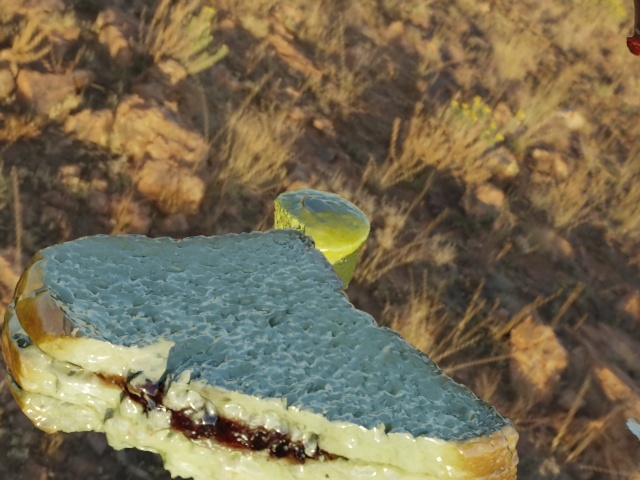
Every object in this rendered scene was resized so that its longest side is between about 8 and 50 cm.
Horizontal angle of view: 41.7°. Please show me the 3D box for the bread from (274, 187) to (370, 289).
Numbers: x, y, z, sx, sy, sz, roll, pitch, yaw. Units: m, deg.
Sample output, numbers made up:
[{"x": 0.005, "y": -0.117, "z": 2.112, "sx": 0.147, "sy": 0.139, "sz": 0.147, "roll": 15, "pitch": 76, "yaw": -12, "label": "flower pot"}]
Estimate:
[{"x": 0.000, "y": 0.000, "z": 1.074, "sx": 0.111, "sy": 0.114, "sz": 0.129, "roll": -4, "pitch": 41, "yaw": -22, "label": "bread"}]

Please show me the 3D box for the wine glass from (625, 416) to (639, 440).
[{"x": 0.239, "y": 0.040, "z": 0.402, "sx": 0.066, "sy": 0.198, "sz": 0.066, "roll": 33, "pitch": 18, "yaw": -13, "label": "wine glass"}]

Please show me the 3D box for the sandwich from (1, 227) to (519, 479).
[{"x": -0.052, "y": 0.095, "z": 0.544, "sx": 0.254, "sy": 0.100, "sz": 0.288, "roll": -4, "pitch": 31, "yaw": -37, "label": "sandwich"}]

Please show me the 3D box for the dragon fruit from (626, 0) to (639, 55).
[{"x": 0.471, "y": -0.318, "z": 0.903, "sx": 0.286, "sy": 0.329, "sz": 0.228, "roll": -34, "pitch": 53, "yaw": -9, "label": "dragon fruit"}]
